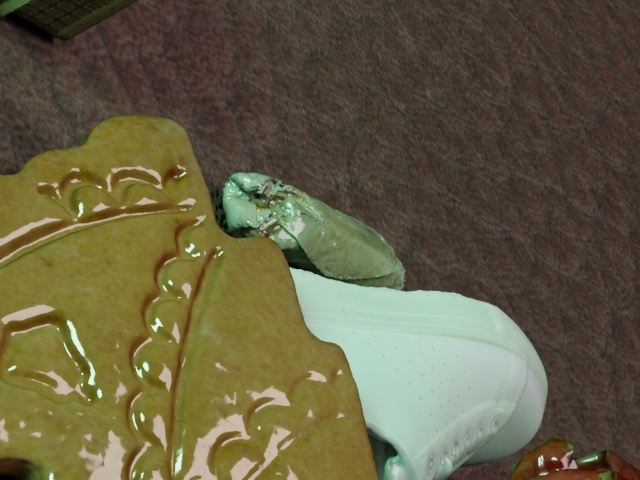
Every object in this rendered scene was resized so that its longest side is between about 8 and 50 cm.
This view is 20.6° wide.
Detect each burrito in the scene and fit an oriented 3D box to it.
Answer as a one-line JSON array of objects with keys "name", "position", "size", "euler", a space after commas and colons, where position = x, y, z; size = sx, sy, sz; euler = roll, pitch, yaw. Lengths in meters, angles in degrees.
[{"name": "burrito", "position": [0.001, 0.000, 1.228], "size": [0.188, 0.045, 0.058], "euler": [25, 57, -49]}]

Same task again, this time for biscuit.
[{"name": "biscuit", "position": [-0.087, 0.065, 0.935], "size": [0.306, 0.043, 0.284], "euler": [36, 48, -1]}]

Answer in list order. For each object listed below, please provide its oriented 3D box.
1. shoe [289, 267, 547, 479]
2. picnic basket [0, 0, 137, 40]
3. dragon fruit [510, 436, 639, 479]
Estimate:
[{"name": "shoe", "position": [0.045, 0.125, 1.115], "size": [0.363, 0.131, 0.160], "euler": [17, 44, -46]}, {"name": "picnic basket", "position": [-0.153, -0.216, 1.076], "size": [0.079, 0.115, 0.164], "euler": [26, 49, -49]}, {"name": "dragon fruit", "position": [0.172, 0.295, 1.079], "size": [0.277, 0.277, 0.342], "euler": [52, 24, -21]}]
